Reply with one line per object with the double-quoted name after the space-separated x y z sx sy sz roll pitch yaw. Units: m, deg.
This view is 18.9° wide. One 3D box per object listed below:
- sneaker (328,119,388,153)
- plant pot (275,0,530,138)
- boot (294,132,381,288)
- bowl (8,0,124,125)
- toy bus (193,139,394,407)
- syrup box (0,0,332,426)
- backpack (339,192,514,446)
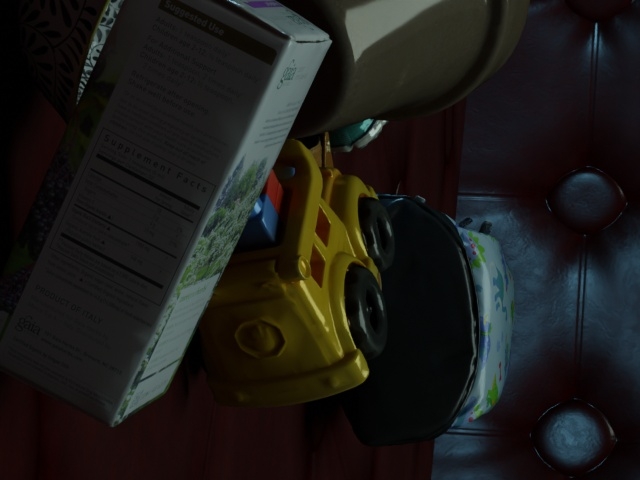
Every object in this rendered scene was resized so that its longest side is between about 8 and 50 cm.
0.018 -0.217 2.019 0.110 0.107 0.275 43 43 -52 "sneaker"
0.009 -0.189 1.548 0.229 0.263 0.263 -45 139 -50 "plant pot"
-0.002 -0.027 1.838 0.295 0.104 0.211 -50 142 -68 "boot"
-0.123 -0.143 1.084 0.170 0.080 0.170 -57 167 -21 "bowl"
-0.044 -0.008 1.550 0.220 0.149 0.211 -80 152 -45 "toy bus"
-0.091 -0.027 1.051 0.236 0.096 0.093 -65 171 12 "syrup box"
0.120 0.100 2.285 0.355 0.273 0.290 136 -47 -80 "backpack"
